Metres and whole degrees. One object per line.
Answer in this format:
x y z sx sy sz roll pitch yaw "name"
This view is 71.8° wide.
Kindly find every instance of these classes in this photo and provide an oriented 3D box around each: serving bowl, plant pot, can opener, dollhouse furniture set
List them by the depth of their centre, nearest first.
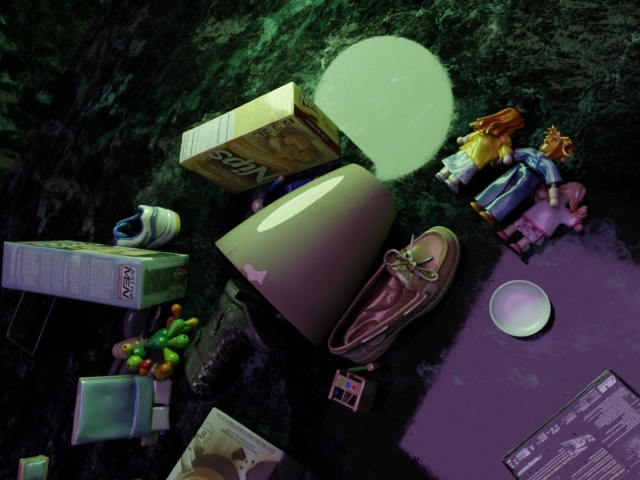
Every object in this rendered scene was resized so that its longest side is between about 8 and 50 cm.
0.299 0.103 0.662 0.083 0.027 0.083 -13 65 30 "serving bowl"
0.000 0.000 0.797 0.274 0.256 0.256 -45 51 -8 "plant pot"
-0.408 0.390 0.858 0.198 0.286 0.304 -12 71 43 "dollhouse furniture set"
-0.485 0.272 1.098 0.076 0.095 0.284 23 86 39 "can opener"
-0.724 0.213 1.242 0.188 0.167 0.188 9 78 38 "plant pot"

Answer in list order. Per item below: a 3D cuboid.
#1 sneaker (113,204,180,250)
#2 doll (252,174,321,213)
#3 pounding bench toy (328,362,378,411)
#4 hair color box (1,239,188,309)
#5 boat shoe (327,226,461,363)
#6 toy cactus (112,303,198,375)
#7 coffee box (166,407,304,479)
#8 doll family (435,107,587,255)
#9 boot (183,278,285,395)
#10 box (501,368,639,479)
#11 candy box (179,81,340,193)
-0.525 0.000 1.211 0.296 0.131 0.112 -39 56 18 "sneaker"
-0.079 -0.088 0.987 0.189 0.046 0.129 -9 67 32 "doll"
0.059 0.241 0.760 0.065 0.052 0.083 13 80 38 "pounding bench toy"
-0.532 0.072 1.061 0.374 0.185 0.114 7 93 14 "hair color box"
0.126 0.092 0.747 0.104 0.089 0.285 40 97 38 "boat shoe"
-0.374 0.223 0.964 0.180 0.219 0.112 -12 109 15 "toy cactus"
-0.182 0.462 0.728 0.168 0.119 0.297 17 61 30 "coffee box"
0.294 -0.113 0.691 0.163 0.118 0.263 -44 53 12 "doll family"
-0.192 0.225 0.915 0.229 0.091 0.263 -57 34 4 "boot"
0.344 0.272 0.533 0.180 0.077 0.147 -48 53 11 "box"
-0.135 -0.212 0.987 0.316 0.183 0.088 -14 64 30 "candy box"
